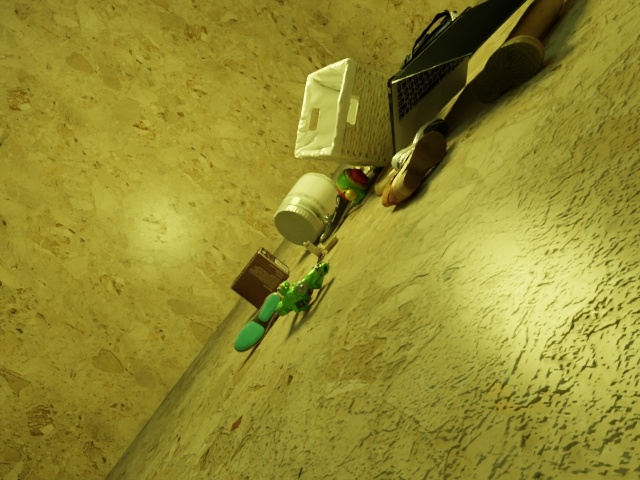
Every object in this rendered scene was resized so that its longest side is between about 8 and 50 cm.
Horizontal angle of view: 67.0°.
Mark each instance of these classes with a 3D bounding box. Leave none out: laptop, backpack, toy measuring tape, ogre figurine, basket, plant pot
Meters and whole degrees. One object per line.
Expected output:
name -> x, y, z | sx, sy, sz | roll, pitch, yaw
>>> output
laptop -> 0.382, -0.441, 1.264 | 0.382, 0.236, 0.408 | -45, -32, -21
backpack -> 0.451, -0.731, 1.941 | 0.263, 0.213, 0.276 | -43, 4, -4
toy measuring tape -> 0.129, -0.237, 1.823 | 0.121, 0.121, 0.330 | -47, 9, 30
ogre figurine -> -0.055, 0.141, 1.312 | 0.197, 0.097, 0.118 | -27, 3, 35
basket -> 0.102, -0.438, 1.760 | 0.331, 0.266, 0.329 | 16, 97, 61
plant pot -> 0.244, -0.240, 1.528 | 0.236, 0.032, 0.236 | -50, 7, 9

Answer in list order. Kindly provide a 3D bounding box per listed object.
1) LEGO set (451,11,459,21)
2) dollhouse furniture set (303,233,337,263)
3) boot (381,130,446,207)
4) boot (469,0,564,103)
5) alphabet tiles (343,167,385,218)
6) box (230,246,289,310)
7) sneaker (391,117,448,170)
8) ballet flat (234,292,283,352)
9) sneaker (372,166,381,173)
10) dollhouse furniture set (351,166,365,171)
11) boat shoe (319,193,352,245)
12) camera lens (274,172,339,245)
LEGO set -> 0.371, -0.544, 1.445 | 0.244, 0.060, 0.182 | -50, -27, -13
dollhouse furniture set -> 0.000, 0.000, 1.658 | 0.114, 0.081, 0.091 | -49, 8, 21
boot -> 0.223, -0.174, 1.202 | 0.197, 0.073, 0.152 | -52, 3, -20
boot -> 0.456, -0.452, 1.060 | 0.269, 0.089, 0.236 | -52, 8, -12
alphabet tiles -> 0.162, -0.175, 1.805 | 0.198, 0.009, 0.237 | -55, 9, -21
box -> -0.261, 0.163, 2.117 | 0.203, 0.167, 0.168 | -51, 8, 3
sneaker -> 0.275, -0.238, 1.274 | 0.178, 0.072, 0.077 | -49, 31, 11
ballet flat -> -0.196, 0.282, 1.616 | 0.232, 0.080, 0.073 | -51, -21, -14
sneaker -> 0.226, -0.387, 1.896 | 0.270, 0.145, 0.090 | -57, 9, -33
dollhouse furniture set -> 0.194, -0.282, 2.047 | 0.144, 0.123, 0.151 | -72, -13, -70
boat shoe -> 0.043, -0.080, 1.808 | 0.206, 0.065, 0.075 | -59, 10, -8
camera lens -> -0.047, -0.139, 2.067 | 0.219, 0.219, 0.274 | -42, 12, 51
